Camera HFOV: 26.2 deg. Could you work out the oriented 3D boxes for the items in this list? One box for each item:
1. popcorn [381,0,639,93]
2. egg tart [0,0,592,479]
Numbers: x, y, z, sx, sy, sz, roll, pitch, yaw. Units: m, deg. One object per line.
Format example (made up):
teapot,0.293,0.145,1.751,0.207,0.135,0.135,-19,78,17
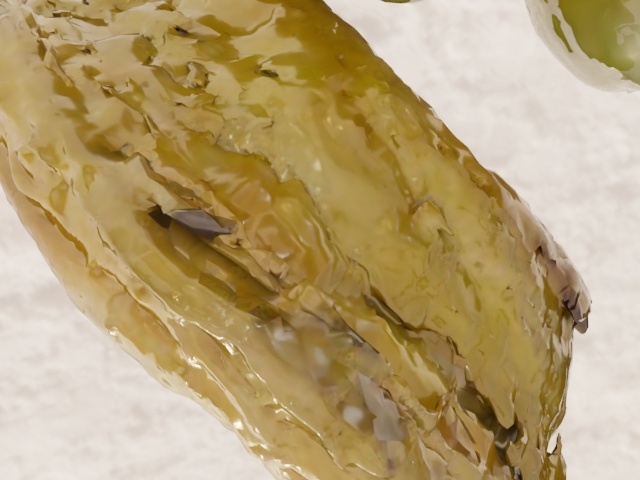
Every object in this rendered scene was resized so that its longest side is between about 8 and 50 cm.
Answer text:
popcorn,0.079,-0.235,0.493,0.335,0.279,0.274,-44,134,-1
egg tart,0.000,0.000,0.484,0.123,0.294,0.294,-43,133,0
